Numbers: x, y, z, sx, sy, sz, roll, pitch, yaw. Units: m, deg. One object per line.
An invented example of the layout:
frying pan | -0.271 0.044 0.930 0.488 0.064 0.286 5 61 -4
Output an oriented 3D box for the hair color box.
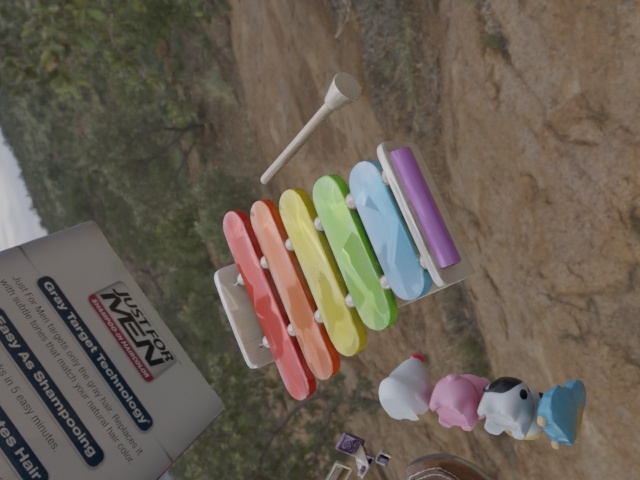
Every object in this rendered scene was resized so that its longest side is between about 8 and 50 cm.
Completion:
hair color box | -0.211 0.122 0.322 0.105 0.347 0.174 -34 91 26

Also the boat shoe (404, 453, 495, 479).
boat shoe | 0.208 0.407 0.759 0.324 0.123 0.116 56 -161 -3

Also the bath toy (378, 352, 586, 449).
bath toy | 0.271 0.274 1.107 0.348 0.129 0.151 0 135 37

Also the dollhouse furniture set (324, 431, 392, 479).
dollhouse furniture set | 0.059 0.402 1.050 0.114 0.091 0.081 -61 14 11

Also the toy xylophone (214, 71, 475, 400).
toy xylophone | 0.000 0.000 0.589 0.323 0.081 0.236 -46 67 47
